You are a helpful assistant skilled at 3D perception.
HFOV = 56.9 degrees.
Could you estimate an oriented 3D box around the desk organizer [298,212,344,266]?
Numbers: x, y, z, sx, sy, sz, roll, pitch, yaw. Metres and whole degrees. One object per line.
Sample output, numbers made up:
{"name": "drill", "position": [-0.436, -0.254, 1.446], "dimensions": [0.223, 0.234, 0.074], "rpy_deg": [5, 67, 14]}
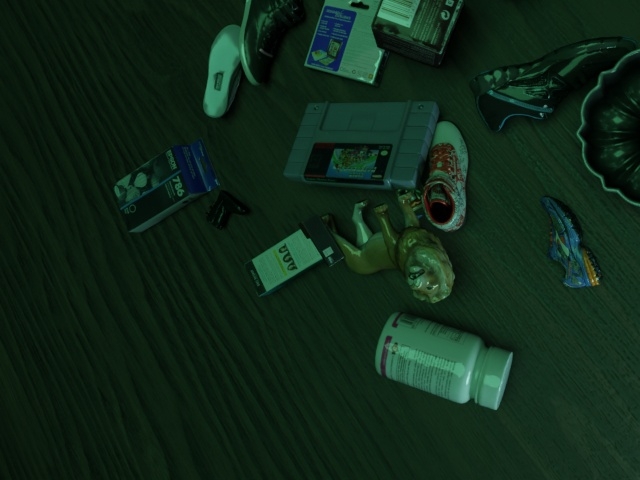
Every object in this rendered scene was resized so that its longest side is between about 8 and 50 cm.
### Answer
{"name": "desk organizer", "position": [0.000, 0.000, 1.467], "dimensions": [0.047, 0.050, 0.130], "rpy_deg": [-34, 95, -17]}

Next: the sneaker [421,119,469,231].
{"name": "sneaker", "position": [0.288, -0.155, 1.366], "dimensions": [0.090, 0.145, 0.270], "rpy_deg": [-4, 89, 25]}

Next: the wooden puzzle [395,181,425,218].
{"name": "wooden puzzle", "position": [0.227, -0.109, 1.467], "dimensions": [0.078, 0.014, 0.116], "rpy_deg": [-35, 77, 21]}

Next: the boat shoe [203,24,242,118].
{"name": "boat shoe", "position": [-0.270, -0.472, 1.658], "dimensions": [0.095, 0.084, 0.258], "rpy_deg": [21, 102, -1]}

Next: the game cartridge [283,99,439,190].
{"name": "game cartridge", "position": [0.092, -0.235, 1.444], "dimensions": [0.355, 0.068, 0.230], "rpy_deg": [7, 65, 30]}

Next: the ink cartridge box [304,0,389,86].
{"name": "ink cartridge box", "position": [0.083, -0.521, 1.515], "dimensions": [0.206, 0.045, 0.208], "rpy_deg": [22, 100, 22]}

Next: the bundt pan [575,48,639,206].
{"name": "bundt pan", "position": [0.694, -0.222, 1.188], "dimensions": [0.330, 0.124, 0.331], "rpy_deg": [0, 90, 24]}

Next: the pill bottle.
{"name": "pill bottle", "position": [0.283, 0.278, 1.363], "dimensions": [0.283, 0.160, 0.160], "rpy_deg": [15, 97, 25]}

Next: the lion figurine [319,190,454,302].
{"name": "lion figurine", "position": [0.152, 0.023, 1.420], "dimensions": [0.392, 0.142, 0.240], "rpy_deg": [0, 114, 61]}

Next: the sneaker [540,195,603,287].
{"name": "sneaker", "position": [0.530, 0.005, 1.293], "dimensions": [0.087, 0.083, 0.221], "rpy_deg": [-27, 76, 31]}

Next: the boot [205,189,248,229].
{"name": "boot", "position": [-0.269, -0.076, 1.683], "dimensions": [0.121, 0.045, 0.099], "rpy_deg": [37, 103, 28]}

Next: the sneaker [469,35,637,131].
{"name": "sneaker", "position": [0.509, -0.344, 1.292], "dimensions": [0.340, 0.125, 0.140], "rpy_deg": [-13, 100, 31]}

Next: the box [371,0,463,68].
{"name": "box", "position": [0.226, -0.512, 1.342], "dimensions": [0.167, 0.203, 0.168], "rpy_deg": [22, 100, 7]}

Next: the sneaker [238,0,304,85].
{"name": "sneaker", "position": [-0.126, -0.566, 1.579], "dimensions": [0.147, 0.104, 0.296], "rpy_deg": [5, 88, 30]}

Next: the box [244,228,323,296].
{"name": "box", "position": [-0.081, 0.051, 1.587], "dimensions": [0.244, 0.060, 0.100], "rpy_deg": [-31, 77, 22]}

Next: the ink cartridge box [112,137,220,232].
{"name": "ink cartridge box", "position": [-0.468, -0.165, 1.767], "dimensions": [0.332, 0.065, 0.165], "rpy_deg": [-28, 78, 22]}
